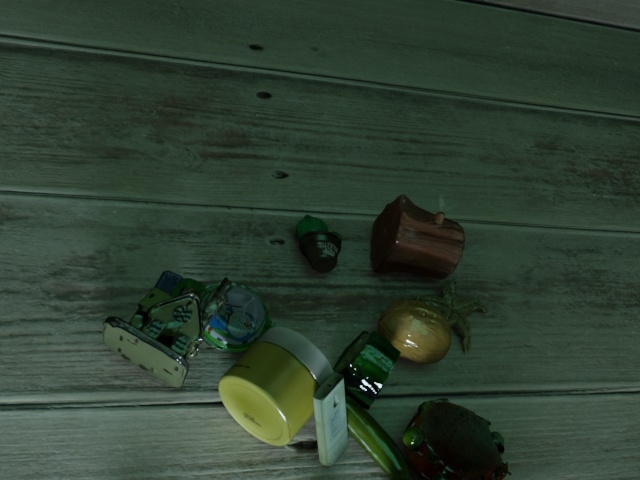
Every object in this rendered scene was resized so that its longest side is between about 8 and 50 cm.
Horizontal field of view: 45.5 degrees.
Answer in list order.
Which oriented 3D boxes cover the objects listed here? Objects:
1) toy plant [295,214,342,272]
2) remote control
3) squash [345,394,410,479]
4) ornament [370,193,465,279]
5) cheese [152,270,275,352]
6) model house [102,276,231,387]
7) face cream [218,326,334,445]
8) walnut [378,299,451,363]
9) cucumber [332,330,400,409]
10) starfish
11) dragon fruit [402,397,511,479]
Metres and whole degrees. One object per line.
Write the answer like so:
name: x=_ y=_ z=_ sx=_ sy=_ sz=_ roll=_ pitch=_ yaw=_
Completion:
toy plant: x=0.000 y=0.000 z=2.143 sx=0.143 sy=0.105 sz=0.200 roll=14 pitch=41 yaw=-22
remote control: x=0.026 y=0.422 z=1.785 sx=0.038 sy=0.233 sz=0.098 roll=18 pitch=39 yaw=29
squash: x=0.124 y=0.484 z=1.868 sx=0.318 sy=0.071 sz=0.080 roll=51 pitch=35 yaw=9
ornament: x=0.279 y=0.005 z=2.200 sx=0.218 sy=0.221 sz=0.235 roll=17 pitch=93 yaw=-16
cheese: x=-0.267 y=0.173 z=1.923 sx=0.320 sy=0.083 sz=0.204 roll=26 pitch=51 yaw=-4
model house: x=-0.349 y=0.167 z=1.804 sx=0.218 sy=0.205 sz=0.278 roll=30 pitch=57 yaw=-1
face cream: x=-0.103 y=0.341 z=1.786 sx=0.218 sy=0.218 sz=0.179 roll=40 pitch=53 yaw=8
walnut: x=0.253 y=0.241 z=2.040 sx=0.197 sy=0.165 sz=0.165 roll=28 pitch=51 yaw=-5
cucumber: x=0.111 y=0.320 z=1.918 sx=0.130 sy=0.191 sz=0.191 roll=30 pitch=51 yaw=1
starfish: x=0.371 y=0.210 z=2.184 sx=0.277 sy=0.062 sz=0.235 roll=10 pitch=59 yaw=-21
dragon fruit: x=0.320 y=0.512 z=1.883 sx=0.295 sy=0.130 sz=0.268 roll=16 pitch=47 yaw=-18
